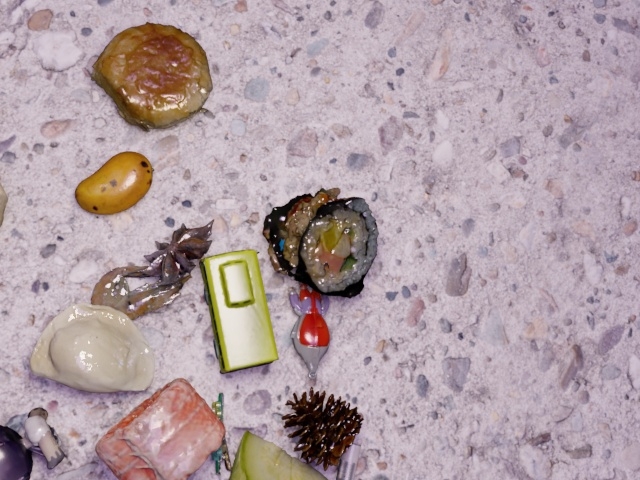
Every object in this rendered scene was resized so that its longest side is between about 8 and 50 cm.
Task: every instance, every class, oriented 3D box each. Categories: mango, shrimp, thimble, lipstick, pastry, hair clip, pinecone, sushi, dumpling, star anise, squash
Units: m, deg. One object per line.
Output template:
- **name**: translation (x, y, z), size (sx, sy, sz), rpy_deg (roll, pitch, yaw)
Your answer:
- **mango**: translation (-0.447, -0.120, 1.605), size (0.178, 0.090, 0.115), rpy_deg (-41, 80, -12)
- **shrimp**: translation (-0.393, 0.101, 1.600), size (0.223, 0.047, 0.126), rpy_deg (-22, 75, -13)
- **thimble**: translation (-0.313, 0.397, 1.458), size (0.239, 0.239, 0.162), rpy_deg (-38, 93, -15)
- **lipstick**: translation (0.056, 0.518, 1.612), size (0.040, 0.040, 0.141), rpy_deg (16, 78, -8)
- **pastry**: translation (-0.371, -0.371, 1.653), size (0.236, 0.121, 0.257), rpy_deg (-42, 88, -19)
- **hair clip**: translation (-0.218, 0.416, 1.574), size (0.049, 0.049, 0.172), rpy_deg (-3, 82, -12)
- **pinecone**: translation (-0.005, 0.393, 1.565), size (0.165, 0.163, 0.163), rpy_deg (39, 75, 7)
- **sushi**: translation (-0.004, -0.001, 1.625), size (0.238, 0.219, 0.225), rpy_deg (-6, 105, -46)
- **dumpling**: translation (-0.462, 0.226, 1.520), size (0.252, 0.131, 0.179), rpy_deg (16, 71, -13)
- **star anise**: translation (-0.298, 0.026, 1.577), size (0.181, 0.204, 0.061), rpy_deg (-31, 121, 4)
- **squash**: translation (-0.120, 0.573, 1.575), size (0.237, 0.155, 0.204), rpy_deg (32, 38, -6)

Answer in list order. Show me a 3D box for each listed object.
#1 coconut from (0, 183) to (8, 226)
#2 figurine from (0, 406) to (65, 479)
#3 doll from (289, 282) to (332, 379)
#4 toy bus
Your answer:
- **coconut**: translation (-0.775, -0.104, 1.461), size (0.237, 0.237, 0.265), rpy_deg (-26, 85, -15)
- **figurine**: translation (-0.632, 0.429, 1.440), size (0.222, 0.145, 0.145), rpy_deg (-29, 86, -20)
- **doll**: translation (-0.022, 0.198, 1.637), size (0.102, 0.075, 0.227), rpy_deg (3, 69, -20)
- **toy bus**: translation (-0.178, 0.147, 1.577), size (0.128, 0.150, 0.262), rpy_deg (-10, 82, -14)
